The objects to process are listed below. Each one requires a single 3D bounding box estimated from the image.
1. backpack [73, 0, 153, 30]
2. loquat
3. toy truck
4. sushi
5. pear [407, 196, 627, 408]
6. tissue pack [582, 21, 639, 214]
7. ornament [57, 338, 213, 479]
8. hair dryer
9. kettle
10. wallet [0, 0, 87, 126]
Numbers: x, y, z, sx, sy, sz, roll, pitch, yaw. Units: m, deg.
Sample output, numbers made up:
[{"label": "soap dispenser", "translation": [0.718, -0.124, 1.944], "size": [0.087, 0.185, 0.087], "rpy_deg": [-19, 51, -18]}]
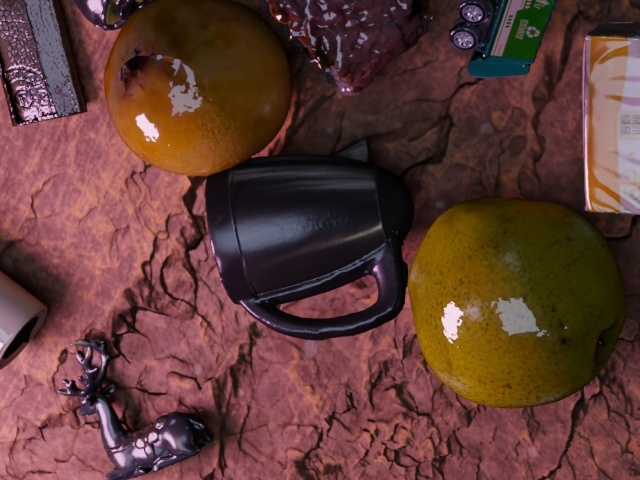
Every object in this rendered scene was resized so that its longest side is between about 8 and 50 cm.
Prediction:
[{"label": "backpack", "translation": [-0.266, -0.423, 1.909], "size": [0.253, 0.140, 0.207], "rpy_deg": [-34, 95, 25]}, {"label": "loquat", "translation": [-0.167, -0.212, 1.874], "size": [0.263, 0.263, 0.263], "rpy_deg": [4, 105, 15]}, {"label": "toy truck", "translation": [0.243, -0.321, 1.760], "size": [0.124, 0.114, 0.253], "rpy_deg": [19, 141, 2]}, {"label": "sushi", "translation": [0.008, -0.331, 1.811], "size": [0.171, 0.236, 0.270], "rpy_deg": [-42, 98, 3]}, {"label": "pear", "translation": [0.263, 0.083, 1.817], "size": [0.294, 0.294, 0.294], "rpy_deg": [4, 105, 15]}, {"label": "tissue pack", "translation": [0.403, -0.161, 1.760], "size": [0.124, 0.185, 0.225], "rpy_deg": [2, 105, 15]}, {"label": "ornament", "translation": [-0.298, 0.248, 2.124], "size": [0.202, 0.080, 0.236], "rpy_deg": [-24, 96, 24]}, {"label": "hair dryer", "translation": [-0.596, 0.181, 2.183], "size": [0.203, 0.128, 0.362], "rpy_deg": [36, 118, 3]}, {"label": "kettle", "translation": [-0.004, -0.016, 1.897], "size": [0.271, 0.250, 0.207], "rpy_deg": [-11, 130, 9]}, {"label": "wallet", "translation": [-0.435, -0.297, 2.045], "size": [0.133, 0.039, 0.243], "rpy_deg": [-9, 101, 19]}]
